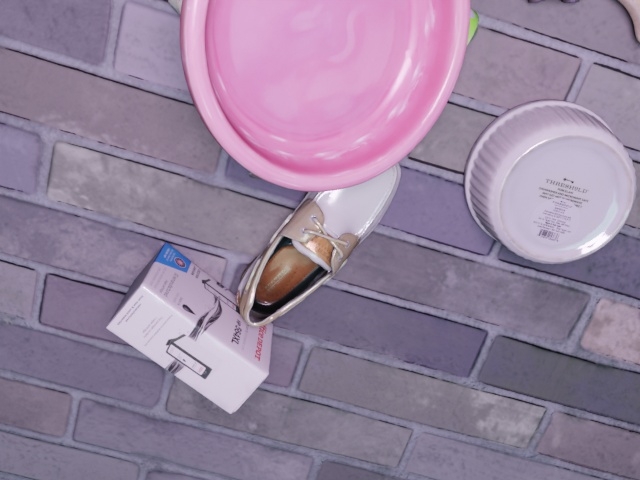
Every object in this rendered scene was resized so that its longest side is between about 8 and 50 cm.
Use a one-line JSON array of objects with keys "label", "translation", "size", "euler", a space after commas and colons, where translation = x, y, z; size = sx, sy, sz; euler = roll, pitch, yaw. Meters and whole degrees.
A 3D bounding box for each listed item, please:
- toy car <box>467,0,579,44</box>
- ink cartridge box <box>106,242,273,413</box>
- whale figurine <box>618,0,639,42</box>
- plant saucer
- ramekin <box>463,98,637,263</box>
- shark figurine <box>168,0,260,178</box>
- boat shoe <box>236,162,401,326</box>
[{"label": "toy car", "translation": [0.187, -0.292, 0.785], "size": [0.239, 0.053, 0.225], "euler": [31, 109, -11]}, {"label": "ink cartridge box", "translation": [-0.167, 0.117, 0.904], "size": [0.203, 0.148, 0.086], "euler": [38, 106, -14]}, {"label": "whale figurine", "translation": [0.469, -0.339, 0.740], "size": [0.272, 0.141, 0.216], "euler": [-30, 110, 38]}, {"label": "plant saucer", "translation": [0.006, -0.219, 0.706], "size": [0.332, 0.084, 0.332], "euler": [-13, 119, -25]}, {"label": "ramekin", "translation": [0.296, -0.068, 0.845], "size": [0.207, 0.109, 0.207], "euler": [0, 112, 0]}, {"label": "shark figurine", "translation": [-0.051, -0.211, 0.802], "size": [0.166, 0.116, 0.278], "euler": [-18, 106, 44]}, {"label": "boat shoe", "translation": [0.000, 0.000, 0.879], "size": [0.113, 0.103, 0.302], "euler": [35, 108, -13]}]
